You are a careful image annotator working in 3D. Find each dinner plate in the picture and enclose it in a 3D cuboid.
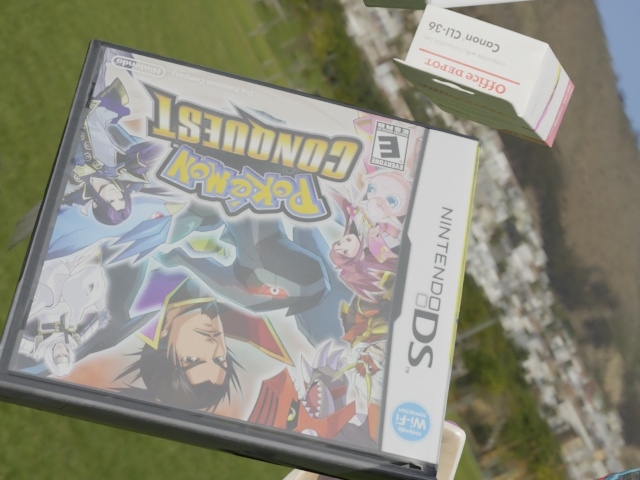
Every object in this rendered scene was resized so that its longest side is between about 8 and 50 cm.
[{"bbox_3d":[-0.260,-0.042,1.276,0.017,0.141,0.141,50,6,-11],"label":"dinner plate"}]

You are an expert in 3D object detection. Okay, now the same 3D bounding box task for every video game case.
[{"bbox_3d":[-0.043,0.012,0.828,0.035,0.274,0.248,117,-15,-63],"label":"video game case"}]

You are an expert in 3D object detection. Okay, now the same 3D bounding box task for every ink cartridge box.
[{"bbox_3d":[0.145,-0.144,1.127,0.115,0.067,0.198,22,2,19],"label":"ink cartridge box"}]

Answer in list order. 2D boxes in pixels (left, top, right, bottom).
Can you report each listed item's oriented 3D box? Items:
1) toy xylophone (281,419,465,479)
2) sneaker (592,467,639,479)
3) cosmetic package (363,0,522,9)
[{"bbox_3d":[-0.006,0.273,1.104,0.081,0.322,0.236,34,-34,24],"label":"toy xylophone"},{"bbox_3d":[0.079,0.170,0.617,0.125,0.261,0.104,3,-72,61],"label":"sneaker"},{"bbox_3d":[0.171,-0.512,1.541,0.161,0.230,0.453,21,-63,59],"label":"cosmetic package"}]
